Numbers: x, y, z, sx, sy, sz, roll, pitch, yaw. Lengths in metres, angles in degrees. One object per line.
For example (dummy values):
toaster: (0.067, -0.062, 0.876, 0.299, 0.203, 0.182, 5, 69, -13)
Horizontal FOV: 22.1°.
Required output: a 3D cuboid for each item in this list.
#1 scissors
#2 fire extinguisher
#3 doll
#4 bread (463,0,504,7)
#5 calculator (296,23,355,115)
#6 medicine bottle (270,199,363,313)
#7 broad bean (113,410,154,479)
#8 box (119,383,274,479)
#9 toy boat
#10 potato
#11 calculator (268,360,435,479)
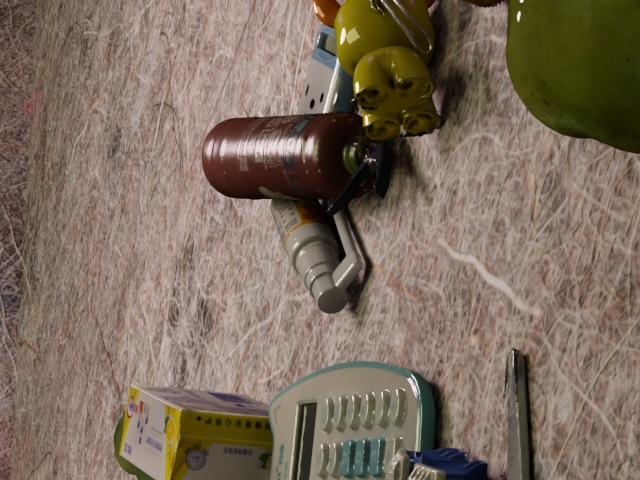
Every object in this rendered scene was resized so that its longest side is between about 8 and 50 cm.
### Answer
scissors: (0.164, 0.258, 1.396, 0.191, 0.029, 0.360, 134, 141, -59)
fire extinguisher: (-0.017, -0.083, 1.882, 0.344, 0.102, 0.138, 4, 52, 55)
doll: (0.066, -0.213, 1.754, 0.135, 0.143, 0.221, 68, -167, -54)
bread: (0.165, -0.271, 1.618, 0.085, 0.053, 0.085, -20, 66, 54)
calculator: (0.009, -0.180, 2.020, 0.121, 0.039, 0.210, -138, 60, -65)
medicine bottle: (0.000, 0.000, 1.938, 0.092, 0.061, 0.221, -51, 30, 19)
broad bean: (-0.223, 0.297, 2.358, 0.228, 0.100, 0.169, 45, 132, 52)
box: (-0.139, 0.247, 2.040, 0.265, 0.168, 0.097, -175, 92, -69)
toy boat: (0.085, 0.338, 1.485, 0.129, 0.088, 0.295, -169, 86, -76)
potato: (0.241, -0.215, 1.169, 0.216, 0.215, 0.304, -133, 46, -66)
calculator: (0.028, 0.257, 1.737, 0.386, 0.054, 0.256, 159, 120, -66)
